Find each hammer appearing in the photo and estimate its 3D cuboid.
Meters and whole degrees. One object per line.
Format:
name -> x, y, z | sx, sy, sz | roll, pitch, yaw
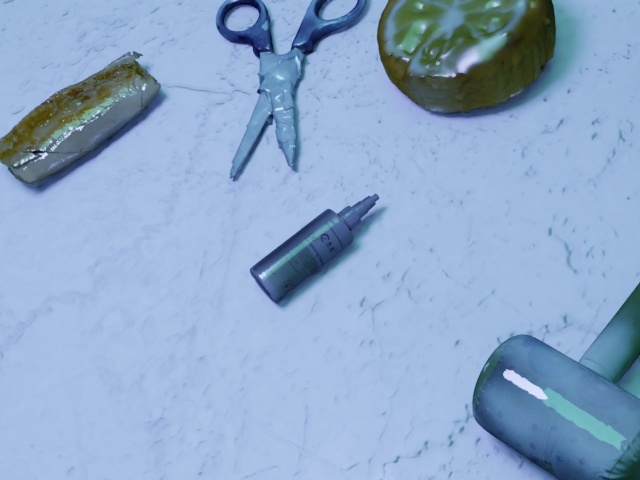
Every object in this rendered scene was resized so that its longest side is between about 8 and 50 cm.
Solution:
hammer -> 0.331, 0.118, 1.081 | 0.206, 0.119, 0.335 | 31, 63, 30

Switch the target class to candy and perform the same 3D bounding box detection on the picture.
candy -> 0.206, -0.300, 1.395 | 0.259, 0.118, 0.260 | -10, 54, 14

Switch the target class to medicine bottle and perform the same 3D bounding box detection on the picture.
medicine bottle -> 0.000, 0.000, 1.288 | 0.199, 0.058, 0.057 | -37, 54, -11

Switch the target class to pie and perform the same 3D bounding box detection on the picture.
pie -> -0.375, -0.194, 1.530 | 0.282, 0.068, 0.128 | -40, 56, -12

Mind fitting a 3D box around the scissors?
scissors -> -0.069, -0.253, 1.502 | 0.255, 0.029, 0.384 | -2, 57, 17
